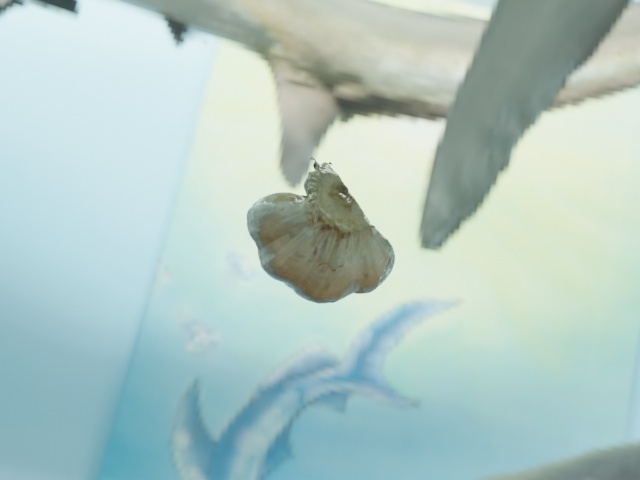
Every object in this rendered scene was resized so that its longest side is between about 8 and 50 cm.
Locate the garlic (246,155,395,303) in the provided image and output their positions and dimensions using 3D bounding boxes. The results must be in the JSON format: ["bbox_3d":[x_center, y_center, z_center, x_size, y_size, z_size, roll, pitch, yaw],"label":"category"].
[{"bbox_3d":[-0.003,0.004,1.140,0.113,0.074,0.094,30,-28,-16],"label":"garlic"}]
